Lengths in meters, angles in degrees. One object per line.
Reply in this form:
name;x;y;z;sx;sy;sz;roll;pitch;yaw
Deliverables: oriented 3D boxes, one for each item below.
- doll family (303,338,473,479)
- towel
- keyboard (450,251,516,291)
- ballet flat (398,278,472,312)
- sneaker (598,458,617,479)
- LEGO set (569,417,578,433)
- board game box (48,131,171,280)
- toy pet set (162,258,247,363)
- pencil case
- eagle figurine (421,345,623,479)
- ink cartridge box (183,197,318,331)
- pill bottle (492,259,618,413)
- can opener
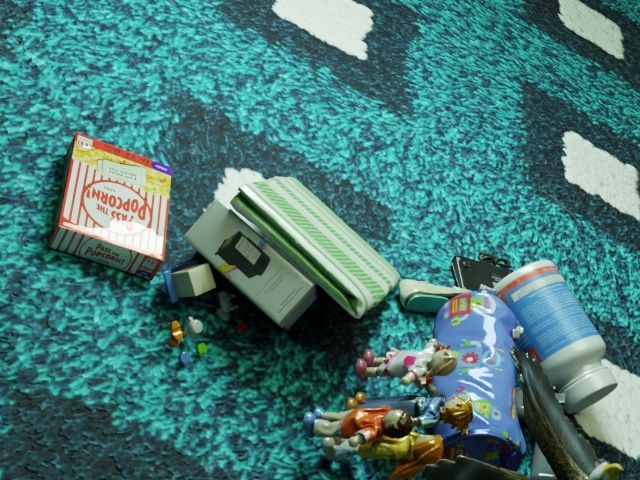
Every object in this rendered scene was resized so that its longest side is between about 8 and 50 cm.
doll family;0.106;0.229;1.456;0.263;0.163;0.118;-41;123;-56
towel;0.000;0.000;1.612;0.248;0.038;0.325;42;11;4
keyboard;0.297;0.068;1.893;0.180;0.023;0.108;15;48;-26
ballet flat;0.196;0.088;1.764;0.168;0.057;0.052;13;33;-28
sneaker;0.366;0.365;1.568;0.083;0.087;0.221;45;38;11
LEGO set;0.383;0.296;1.709;0.083;0.023;0.054;40;37;6
board game box;-0.282;-0.048;1.540;0.146;0.045;0.193;19;40;-21
toy pet set;-0.173;0.090;1.486;0.122;0.065;0.114;-24;101;-46
pencil case;0.222;0.206;1.594;0.133;0.119;0.306;-7;39;13
eagle figurine;0.291;0.298;1.360;0.298;0.225;0.226;32;24;12
ink cartridge box;-0.092;0.035;1.528;0.175;0.072;0.127;42;-5;9
pill bottle;0.365;0.152;1.763;0.124;0.124;0.221;-6;57;-42
can opener;0.299;0.289;1.586;0.095;0.076;0.283;6;19;13
